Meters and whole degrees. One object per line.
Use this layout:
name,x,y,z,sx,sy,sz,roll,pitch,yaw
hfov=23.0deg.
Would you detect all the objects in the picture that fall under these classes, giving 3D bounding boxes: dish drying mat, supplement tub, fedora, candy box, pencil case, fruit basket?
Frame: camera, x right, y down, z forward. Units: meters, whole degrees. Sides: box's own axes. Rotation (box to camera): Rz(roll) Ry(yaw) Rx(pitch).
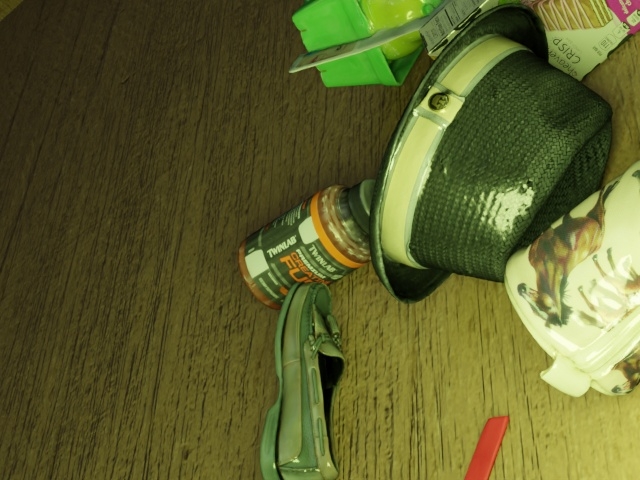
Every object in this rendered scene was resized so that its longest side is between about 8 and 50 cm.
dish drying mat,0.158,0.206,1.507,0.032,0.008,0.083,-15,44,50
supplement tub,0.000,0.000,1.900,0.198,0.106,0.106,-32,32,33
fedora,0.193,-0.069,1.600,0.152,0.334,0.334,25,74,28
candy box,0.250,-0.251,1.779,0.233,0.159,0.071,-42,27,18
pencil case,0.350,-0.028,1.344,0.410,0.160,0.183,-39,14,20
fruit basket,0.149,-0.337,2.004,0.353,0.165,0.327,-23,20,30

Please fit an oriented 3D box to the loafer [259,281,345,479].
loafer,-0.002,0.159,1.743,0.084,0.096,0.268,-10,50,24
